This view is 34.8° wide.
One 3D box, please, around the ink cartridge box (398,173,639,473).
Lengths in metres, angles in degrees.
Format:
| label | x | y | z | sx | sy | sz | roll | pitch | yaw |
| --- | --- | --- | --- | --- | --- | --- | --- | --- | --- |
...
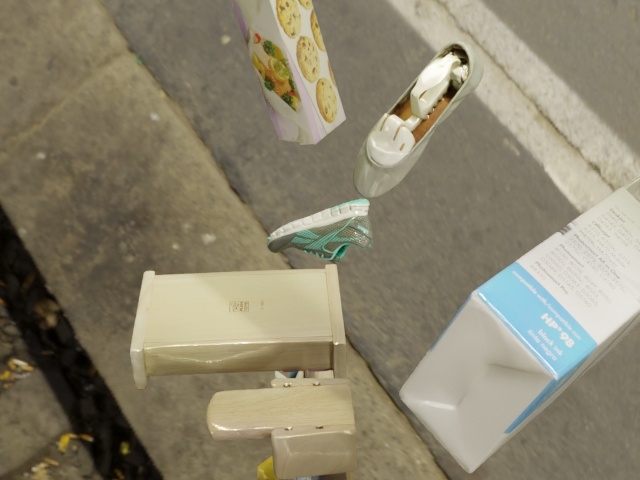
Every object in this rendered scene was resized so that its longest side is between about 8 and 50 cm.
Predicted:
| label | x | y | z | sx | sy | sz | roll | pitch | yaw |
| --- | --- | --- | --- | --- | --- | --- | --- | --- | --- |
| ink cartridge box | 0.137 | 0.040 | 0.568 | 0.180 | 0.104 | 0.060 | -29 | 67 | -37 |

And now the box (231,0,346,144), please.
| label | x | y | z | sx | sy | sz | roll | pitch | yaw |
| --- | --- | --- | --- | --- | --- | --- | --- | --- | --- |
| box | -0.052 | -0.259 | 1.133 | 0.063 | 0.324 | 0.067 | 11 | 41 | 39 |

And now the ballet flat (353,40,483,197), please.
| label | x | y | z | sx | sy | sz | roll | pitch | yaw |
| --- | --- | --- | --- | --- | --- | --- | --- | --- | --- |
| ballet flat | 0.104 | -0.144 | 1.183 | 0.072 | 0.068 | 0.213 | 42 | 93 | 25 |

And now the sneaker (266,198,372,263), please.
| label | x | y | z | sx | sy | sz | roll | pitch | yaw |
| --- | --- | --- | --- | --- | --- | --- | --- | --- | --- |
| sneaker | 0.000 | 0.000 | 1.408 | 0.166 | 0.065 | 0.076 | -19 | 90 | 30 |

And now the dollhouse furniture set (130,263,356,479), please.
| label | x | y | z | sx | sy | sz | roll | pitch | yaw |
| --- | --- | --- | --- | --- | --- | --- | --- | --- | --- |
| dollhouse furniture set | -0.072 | 0.215 | 1.022 | 0.198 | 0.304 | 0.286 | -3 | 31 | -2 |
